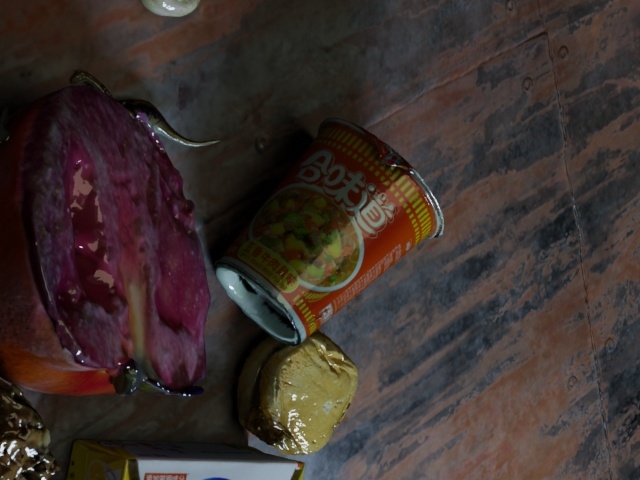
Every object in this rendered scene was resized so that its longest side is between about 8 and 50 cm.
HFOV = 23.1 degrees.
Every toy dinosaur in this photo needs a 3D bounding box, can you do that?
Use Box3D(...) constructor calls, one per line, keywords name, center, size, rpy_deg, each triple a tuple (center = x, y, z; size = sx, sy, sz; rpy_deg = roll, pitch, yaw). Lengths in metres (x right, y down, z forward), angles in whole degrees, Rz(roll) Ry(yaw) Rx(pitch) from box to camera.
Box3D(name="toy dinosaur", center=(-0.187, -0.117, 1.628), size=(0.180, 0.037, 0.058), rpy_deg=(26, 85, -43))

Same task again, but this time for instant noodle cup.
Box3D(name="instant noodle cup", center=(0.000, 0.000, 1.745), size=(0.212, 0.193, 0.193), rpy_deg=(-46, 127, -18))

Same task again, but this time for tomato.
Box3D(name="tomato", center=(-0.245, 0.014, 1.507), size=(0.335, 0.176, 0.289), rpy_deg=(26, 57, -60))

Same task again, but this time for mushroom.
Box3D(name="mushroom", center=(-0.152, -0.270, 1.609), size=(0.083, 0.067, 0.083), rpy_deg=(-20, 117, -45))

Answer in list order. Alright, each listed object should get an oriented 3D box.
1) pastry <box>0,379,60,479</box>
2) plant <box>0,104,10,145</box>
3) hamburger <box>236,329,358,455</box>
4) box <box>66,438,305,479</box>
Box3D(name="pastry", center=(-0.360, 0.155, 1.378), size=(0.275, 0.275, 0.193), rpy_deg=(41, 54, -41))
Box3D(name="plant", center=(-0.380, -0.106, 1.341), size=(0.178, 0.204, 0.234), rpy_deg=(28, 87, -40))
Box3D(name="hamburger", center=(-0.028, 0.169, 1.810), size=(0.138, 0.083, 0.147), rpy_deg=(44, 70, -44))
Box3D(name="box", center=(-0.153, 0.306, 1.705), size=(0.265, 0.097, 0.168), rpy_deg=(12, 91, -45))
